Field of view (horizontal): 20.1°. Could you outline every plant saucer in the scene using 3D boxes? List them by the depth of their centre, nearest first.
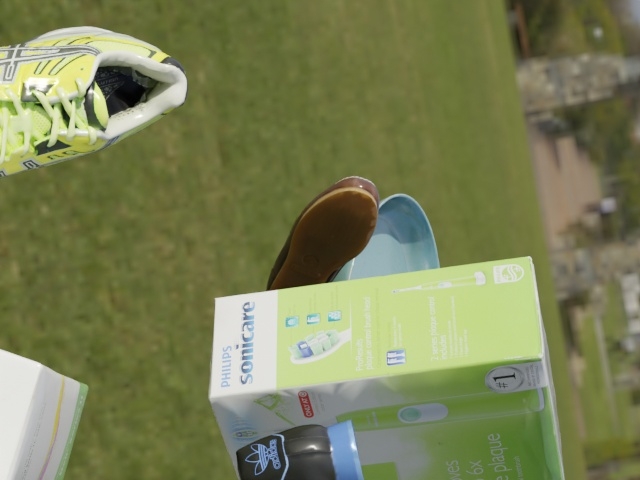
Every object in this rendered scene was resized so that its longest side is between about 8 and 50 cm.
[{"bbox_3d":[0.068,0.104,2.080,0.317,0.043,0.318,3,90,-66],"label":"plant saucer"}]

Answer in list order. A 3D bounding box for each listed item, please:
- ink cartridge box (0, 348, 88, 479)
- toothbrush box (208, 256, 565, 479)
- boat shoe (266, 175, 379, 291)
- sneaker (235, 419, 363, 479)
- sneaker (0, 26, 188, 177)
[{"bbox_3d":[-0.339,0.144,1.604,0.353,0.207,0.119,87,19,-82],"label":"ink cartridge box"},{"bbox_3d":[0.062,0.141,1.586,0.122,0.283,0.206,-89,169,-45],"label":"toothbrush box"},{"bbox_3d":[0.000,0.000,1.854,0.207,0.073,0.073,-53,-167,40],"label":"boat shoe"},{"bbox_3d":[-0.014,0.212,1.360,0.232,0.090,0.081,87,-6,-50],"label":"sneaker"},{"bbox_3d":[-0.295,-0.133,1.748,0.384,0.147,0.145,-28,113,-41],"label":"sneaker"}]
